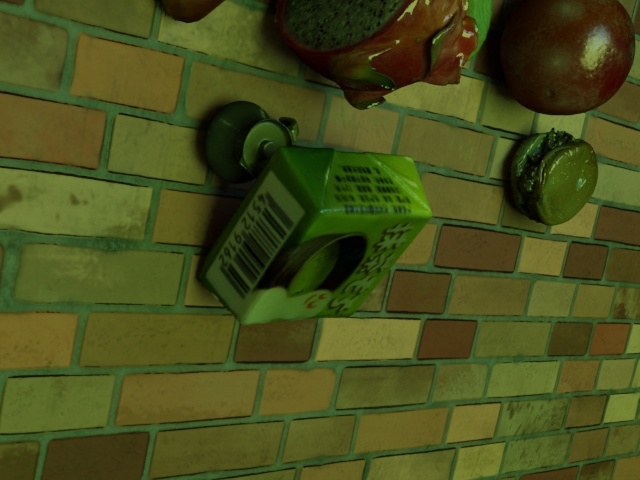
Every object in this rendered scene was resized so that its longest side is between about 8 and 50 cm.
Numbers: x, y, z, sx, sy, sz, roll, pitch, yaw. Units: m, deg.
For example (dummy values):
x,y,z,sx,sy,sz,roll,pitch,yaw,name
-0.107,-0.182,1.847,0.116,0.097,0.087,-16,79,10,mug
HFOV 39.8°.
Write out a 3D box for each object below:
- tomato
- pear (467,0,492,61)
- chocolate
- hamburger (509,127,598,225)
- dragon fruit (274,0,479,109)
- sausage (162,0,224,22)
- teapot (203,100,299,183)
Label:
x,y,z,sx,sy,sz,roll,pitch,yaw,name
0.493,-0.371,1.745,0.265,0.265,0.265,-14,112,-38,tomato
0.224,-0.469,1.566,0.239,0.139,0.288,-29,117,-49,pear
0.000,0.000,1.418,0.288,0.137,0.301,-1,139,-42,chocolate
0.498,-0.130,1.909,0.189,0.122,0.215,-50,133,-10,hamburger
0.106,-0.344,1.390,0.226,0.305,0.305,36,79,-49,dragon fruit
-0.118,-0.434,1.304,0.300,0.083,0.089,-48,141,-18,sausage
-0.100,-0.156,1.381,0.165,0.119,0.130,-28,121,-33,teapot
